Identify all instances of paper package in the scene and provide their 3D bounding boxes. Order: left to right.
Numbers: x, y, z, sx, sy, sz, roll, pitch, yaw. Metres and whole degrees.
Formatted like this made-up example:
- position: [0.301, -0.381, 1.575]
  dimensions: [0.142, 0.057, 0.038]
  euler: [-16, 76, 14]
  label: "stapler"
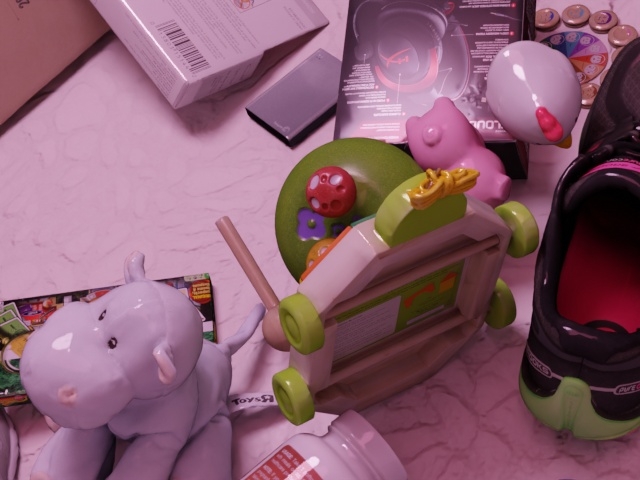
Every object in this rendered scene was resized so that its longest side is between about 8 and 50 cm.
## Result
- position: [-0.478, -0.350, 1.649]
  dimensions: [0.168, 0.325, 0.309]
  euler: [28, 66, 38]
  label: "paper package"

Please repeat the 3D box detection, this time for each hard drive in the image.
- position: [-0.019, -0.187, 1.576]
  dimensions: [0.135, 0.022, 0.094]
  euler: [-40, 53, -15]
  label: "hard drive"

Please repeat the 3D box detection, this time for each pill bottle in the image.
- position: [-0.025, 0.265, 1.163]
  dimensions: [0.216, 0.121, 0.121]
  euler: [-38, 52, -13]
  label: "pill bottle"

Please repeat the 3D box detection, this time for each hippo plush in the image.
- position: [-0.165, 0.159, 1.190]
  dimensions: [0.294, 0.236, 0.234]
  euler: [-19, 62, -8]
  label: "hippo plush"

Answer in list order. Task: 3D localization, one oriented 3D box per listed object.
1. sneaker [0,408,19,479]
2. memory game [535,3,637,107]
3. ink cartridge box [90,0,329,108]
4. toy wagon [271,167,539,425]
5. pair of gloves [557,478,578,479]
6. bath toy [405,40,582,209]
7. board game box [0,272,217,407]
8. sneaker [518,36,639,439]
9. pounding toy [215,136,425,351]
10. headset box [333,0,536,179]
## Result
- position: [-0.386, 0.240, 1.298]
  dimensions: [0.105, 0.115, 0.281]
  euler: [-26, 50, -4]
  label: "sneaker"
- position: [0.308, -0.230, 1.516]
  dimensions: [0.186, 0.012, 0.186]
  euler: [-8, 51, 11]
  label: "memory game"
- position: [-0.175, -0.345, 1.641]
  dimensions: [0.261, 0.066, 0.296]
  euler: [-30, 76, -37]
  label: "ink cartridge box"
- position: [0.082, 0.040, 1.149]
  dimensions: [0.267, 0.344, 0.068]
  euler: [-23, 55, -23]
  label: "toy wagon"
- position: [0.253, 0.308, 1.108]
  dimensions: [0.159, 0.023, 0.198]
  euler: [-6, 52, 12]
  label: "pair of gloves"
- position: [0.136, -0.064, 1.292]
  dimensions: [0.348, 0.151, 0.129]
  euler: [-37, 35, 18]
  label: "bath toy"
- position: [-0.249, 0.113, 1.383]
  dimensions: [0.260, 0.030, 0.136]
  euler: [-8, 53, -2]
  label: "board game box"
- position: [0.329, -0.034, 1.224]
  dimensions: [0.185, 0.202, 0.482]
  euler: [12, 59, 13]
  label: "sneaker"
- position: [0.000, 0.000, 1.232]
  dimensions: [0.237, 0.110, 0.183]
  euler: [-31, 83, 21]
  label: "pounding toy"
- position: [0.140, -0.195, 1.445]
  dimensions: [0.218, 0.110, 0.293]
  euler: [-1, 68, 17]
  label: "headset box"
